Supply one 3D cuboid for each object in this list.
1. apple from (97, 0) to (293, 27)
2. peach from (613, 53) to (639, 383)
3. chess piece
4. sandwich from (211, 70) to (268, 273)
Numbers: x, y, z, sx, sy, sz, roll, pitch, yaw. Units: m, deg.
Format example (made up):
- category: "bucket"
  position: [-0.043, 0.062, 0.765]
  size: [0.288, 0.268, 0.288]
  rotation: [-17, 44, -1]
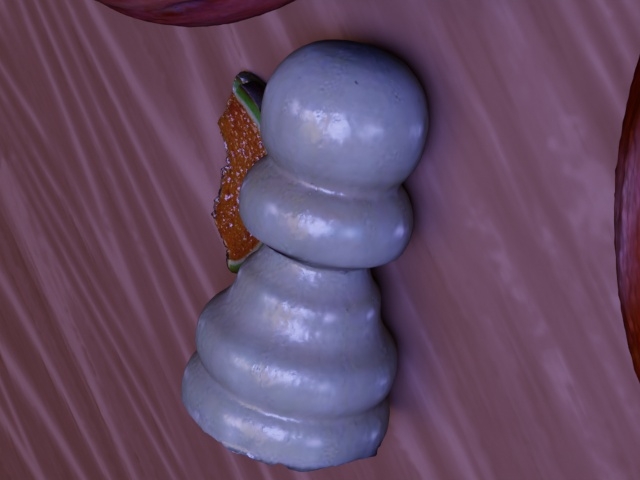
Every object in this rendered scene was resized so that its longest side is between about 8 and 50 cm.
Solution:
- category: "apple"
  position: [-0.080, -0.289, 0.639]
  size: [0.364, 0.364, 0.364]
  rotation: [16, 116, 37]
- category: "peach"
  position: [0.253, -0.034, 0.465]
  size: [0.290, 0.372, 0.373]
  rotation: [12, 117, 7]
- category: "chess piece"
  position: [0.000, 0.000, 0.840]
  size: [0.133, 0.133, 0.243]
  rotation: [27, 115, 32]
- category: "sandwich"
  position: [-0.040, -0.038, 0.914]
  size: [0.067, 0.029, 0.135]
  rotation: [25, 122, 40]
